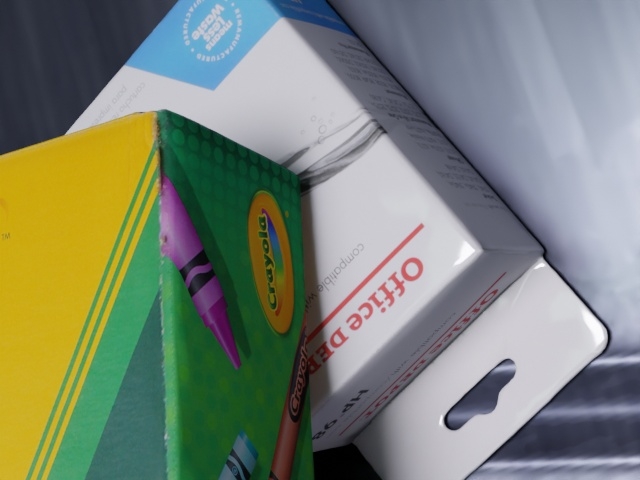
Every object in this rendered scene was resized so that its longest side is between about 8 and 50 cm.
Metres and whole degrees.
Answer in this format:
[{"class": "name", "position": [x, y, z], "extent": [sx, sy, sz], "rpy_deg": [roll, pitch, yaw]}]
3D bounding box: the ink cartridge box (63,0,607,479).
[{"class": "ink cartridge box", "position": [0.000, 0.000, 0.537], "extent": [0.104, 0.060, 0.180], "rpy_deg": [-47, 68, 18]}]

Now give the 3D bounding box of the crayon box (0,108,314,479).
[{"class": "crayon box", "position": [-0.136, 0.075, 0.511], "extent": [0.278, 0.081, 0.165], "rpy_deg": [-14, 69, 29]}]
